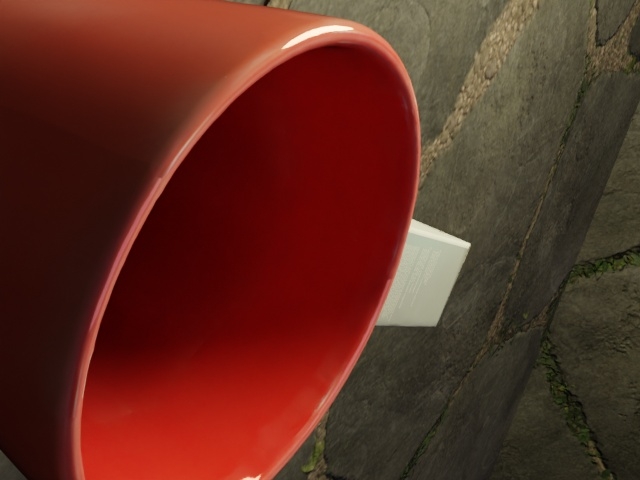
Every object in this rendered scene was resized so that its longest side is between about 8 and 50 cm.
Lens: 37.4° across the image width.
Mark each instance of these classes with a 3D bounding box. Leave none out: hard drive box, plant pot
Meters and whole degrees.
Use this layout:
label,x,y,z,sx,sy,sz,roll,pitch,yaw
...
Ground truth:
label,x,y,z,sx,sy,sz,roll,pitch,yaw
hard drive box,0.000,0.000,0.810,0.232,0.181,0.089,12,102,-64
plant pot,-0.116,-0.016,0.506,0.275,0.243,0.274,-42,146,-37
